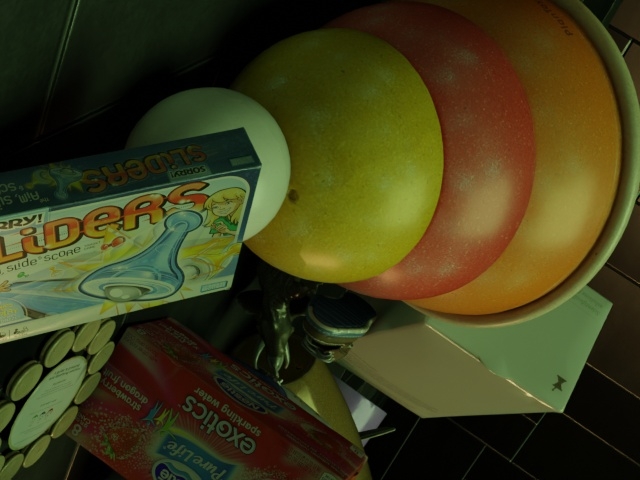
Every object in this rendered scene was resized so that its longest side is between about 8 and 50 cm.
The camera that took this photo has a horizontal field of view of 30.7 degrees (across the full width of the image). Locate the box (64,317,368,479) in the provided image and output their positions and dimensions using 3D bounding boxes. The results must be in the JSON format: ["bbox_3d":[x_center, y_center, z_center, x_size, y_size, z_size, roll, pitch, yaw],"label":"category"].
[{"bbox_3d":[-0.098,0.199,1.133,0.128,0.257,0.122,-57,169,8],"label":"box"}]

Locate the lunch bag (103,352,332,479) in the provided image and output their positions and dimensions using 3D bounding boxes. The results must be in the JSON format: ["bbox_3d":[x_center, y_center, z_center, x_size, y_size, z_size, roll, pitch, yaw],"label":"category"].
[{"bbox_3d":[-0.128,0.270,1.300,0.303,0.115,0.243,-54,-152,-8],"label":"lunch bag"}]

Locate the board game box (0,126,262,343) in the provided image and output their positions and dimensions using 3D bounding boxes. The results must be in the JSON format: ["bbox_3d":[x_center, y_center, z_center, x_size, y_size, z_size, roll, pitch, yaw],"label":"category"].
[{"bbox_3d":[-0.144,0.002,0.728,0.201,0.035,0.136,-13,148,-23],"label":"board game box"}]

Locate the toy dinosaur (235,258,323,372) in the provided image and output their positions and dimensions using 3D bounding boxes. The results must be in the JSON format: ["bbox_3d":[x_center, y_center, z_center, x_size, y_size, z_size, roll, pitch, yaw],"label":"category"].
[{"bbox_3d":[-0.005,-0.001,1.371,0.313,0.121,0.160,-54,179,-14],"label":"toy dinosaur"}]

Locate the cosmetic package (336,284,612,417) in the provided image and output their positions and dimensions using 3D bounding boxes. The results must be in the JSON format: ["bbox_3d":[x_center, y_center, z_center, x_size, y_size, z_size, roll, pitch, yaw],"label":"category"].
[{"bbox_3d":[0.160,0.109,1.429,0.155,0.197,0.365,-59,-167,-19],"label":"cosmetic package"}]

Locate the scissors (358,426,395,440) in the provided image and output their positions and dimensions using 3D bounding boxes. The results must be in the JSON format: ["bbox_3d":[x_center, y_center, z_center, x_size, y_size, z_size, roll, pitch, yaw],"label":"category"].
[{"bbox_3d":[-0.038,0.319,1.730,0.109,0.297,0.021,-76,160,-64],"label":"scissors"}]

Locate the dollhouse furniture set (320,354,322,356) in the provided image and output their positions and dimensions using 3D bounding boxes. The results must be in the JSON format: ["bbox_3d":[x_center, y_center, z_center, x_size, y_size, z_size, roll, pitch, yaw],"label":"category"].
[{"bbox_3d":[-0.031,0.255,2.119,0.151,0.059,0.076,-73,-179,-59],"label":"dollhouse furniture set"}]

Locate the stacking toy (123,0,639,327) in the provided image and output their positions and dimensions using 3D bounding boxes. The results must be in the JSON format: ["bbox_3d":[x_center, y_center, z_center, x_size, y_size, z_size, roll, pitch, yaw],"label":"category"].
[{"bbox_3d":[0.021,-0.077,0.983,0.480,0.350,0.350,-6,132,-49],"label":"stacking toy"}]

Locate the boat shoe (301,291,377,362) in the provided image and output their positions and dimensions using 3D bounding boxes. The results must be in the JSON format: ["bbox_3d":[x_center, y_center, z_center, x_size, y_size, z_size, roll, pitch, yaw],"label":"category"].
[{"bbox_3d":[0.016,0.104,1.311,0.066,0.066,0.183,-56,165,11],"label":"boat shoe"}]

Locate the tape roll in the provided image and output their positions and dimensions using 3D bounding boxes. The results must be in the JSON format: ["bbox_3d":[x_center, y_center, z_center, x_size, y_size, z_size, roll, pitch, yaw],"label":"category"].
[{"bbox_3d":[0.008,0.254,1.864,0.080,0.189,0.189,-54,168,-5],"label":"tape roll"}]

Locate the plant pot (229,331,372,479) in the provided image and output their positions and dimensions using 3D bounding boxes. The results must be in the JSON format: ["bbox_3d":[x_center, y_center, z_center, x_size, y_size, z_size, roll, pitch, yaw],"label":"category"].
[{"bbox_3d":[-0.051,0.254,1.584,0.237,0.237,0.254,-44,140,-44],"label":"plant pot"}]

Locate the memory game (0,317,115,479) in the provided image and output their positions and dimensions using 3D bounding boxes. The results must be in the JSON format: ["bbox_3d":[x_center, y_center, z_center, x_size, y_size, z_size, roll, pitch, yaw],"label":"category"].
[{"bbox_3d":[-0.241,0.139,1.010,0.186,0.012,0.186,-52,167,-17],"label":"memory game"}]
